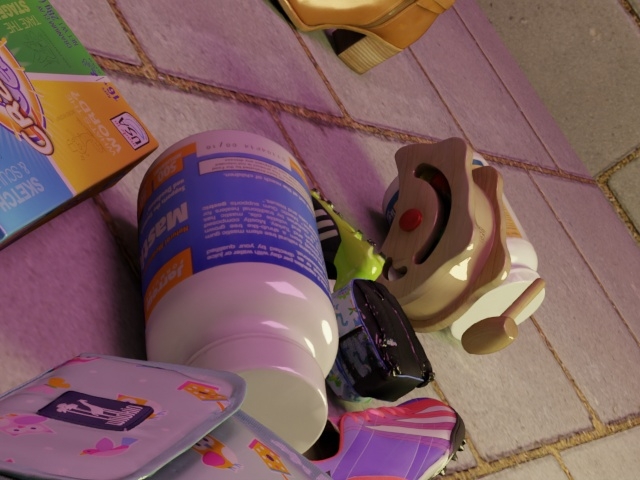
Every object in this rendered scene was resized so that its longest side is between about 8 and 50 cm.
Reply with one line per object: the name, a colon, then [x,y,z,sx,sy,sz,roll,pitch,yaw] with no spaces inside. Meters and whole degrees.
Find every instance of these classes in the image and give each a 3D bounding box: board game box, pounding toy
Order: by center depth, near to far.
board game box: [-0.269,-0.118,1.168,0.242,0.064,0.316,52,20,-4]
pounding toy: [0.146,0.029,1.706,0.155,0.154,0.270,38,39,-38]

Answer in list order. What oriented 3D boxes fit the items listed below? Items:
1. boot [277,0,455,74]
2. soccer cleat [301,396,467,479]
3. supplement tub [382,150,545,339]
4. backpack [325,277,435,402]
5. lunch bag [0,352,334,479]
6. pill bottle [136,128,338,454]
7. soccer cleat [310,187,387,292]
boot: [0.064,-0.362,2.087,0.283,0.220,0.109,37,26,-38]
soccer cleat: [0.042,0.183,1.319,0.116,0.108,0.318,50,22,1]
supplement tub: [0.173,0.006,1.836,0.144,0.144,0.200,26,34,-53]
backpack: [0.041,0.099,1.475,0.105,0.084,0.114,16,47,-60]
lunch bag: [-0.105,0.181,0.916,0.262,0.160,0.223,44,22,5]
pill bottle: [-0.068,0.046,1.222,0.152,0.152,0.272,40,24,-33]
soccer cleat: [0.000,0.000,1.591,0.060,0.072,0.179,48,-2,-39]
